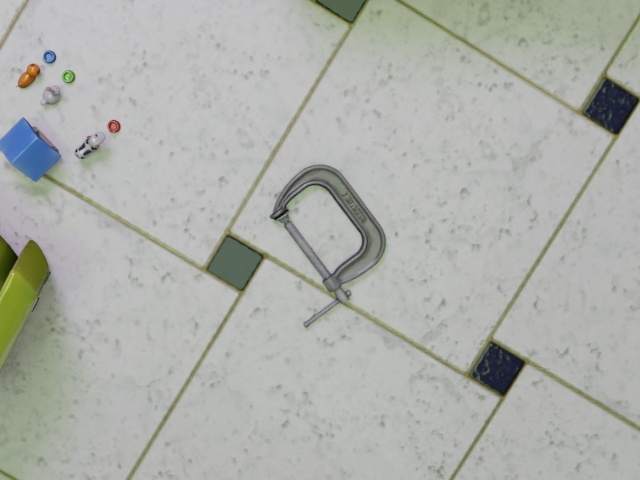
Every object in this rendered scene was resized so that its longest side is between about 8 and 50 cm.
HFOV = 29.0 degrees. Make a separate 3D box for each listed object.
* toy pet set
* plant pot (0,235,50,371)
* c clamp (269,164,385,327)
[{"bbox_3d":[-0.306,-0.133,1.383,0.114,0.065,0.122,-44,95,3],"label":"toy pet set"},{"bbox_3d":[-0.424,0.070,1.328,0.207,0.228,0.227,26,95,-11],"label":"plant pot"},{"bbox_3d":[0.000,0.000,1.426,0.137,0.022,0.161,-31,97,2],"label":"c clamp"}]
